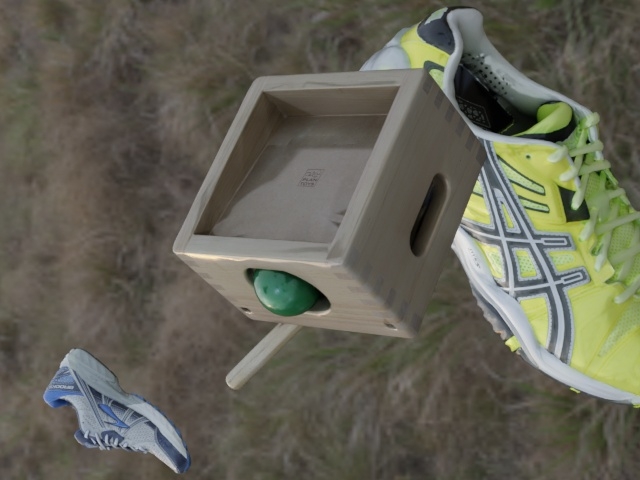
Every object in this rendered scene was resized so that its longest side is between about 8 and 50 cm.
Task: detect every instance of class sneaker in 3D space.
[{"bbox_3d":[0.180,-0.020,0.959,0.385,0.145,0.147,43,146,2],"label":"sneaker"},{"bbox_3d":[-0.163,0.148,0.965,0.135,0.058,0.052,36,158,13],"label":"sneaker"}]

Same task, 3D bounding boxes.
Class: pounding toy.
[{"bbox_3d":[0.000,0.000,0.621,0.130,0.100,0.141,3,60,40],"label":"pounding toy"}]
